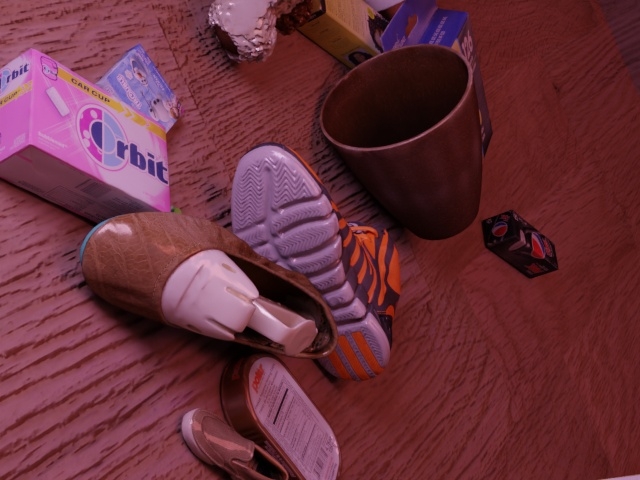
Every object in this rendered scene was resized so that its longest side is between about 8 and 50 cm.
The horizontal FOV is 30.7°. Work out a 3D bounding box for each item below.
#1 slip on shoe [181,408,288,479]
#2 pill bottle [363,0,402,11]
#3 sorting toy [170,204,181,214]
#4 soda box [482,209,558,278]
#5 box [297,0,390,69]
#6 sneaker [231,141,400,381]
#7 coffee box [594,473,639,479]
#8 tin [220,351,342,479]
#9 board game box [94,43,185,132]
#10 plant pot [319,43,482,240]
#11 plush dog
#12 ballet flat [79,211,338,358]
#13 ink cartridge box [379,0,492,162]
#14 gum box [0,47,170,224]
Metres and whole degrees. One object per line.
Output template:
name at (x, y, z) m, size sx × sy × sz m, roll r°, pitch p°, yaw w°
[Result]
slip on shoe at (-0.085, 0.212, 1.169) m, size 0.135 × 0.041 × 0.051 m, roll 51°, pitch 34°, yaw -28°
pill bottle at (0.062, -0.498, 1.763) m, size 0.278 × 0.162 × 0.162 m, roll 58°, pitch 31°, yaw -19°
sorting toy at (-0.170, -0.019, 1.211) m, size 0.062 × 0.012 × 0.083 m, roll 53°, pitch 33°, yaw -25°
soda box at (0.345, 0.008, 1.995) m, size 0.169 × 0.060 × 0.053 m, roll 30°, pitch 47°, yaw -48°
box at (0.042, -0.311, 1.709) m, size 0.232 × 0.058 × 0.087 m, roll 26°, pitch 51°, yaw -50°
sneaker at (0.000, 0.000, 1.394) m, size 0.180 × 0.124 × 0.321 m, roll -69°, pitch 141°, yaw -56°
coffee box at (0.269, 0.483, 1.216) m, size 0.334 × 0.337 × 0.338 m, roll -79°, pitch 148°, yaw -45°
tin at (-0.038, 0.203, 1.260) m, size 0.190 × 0.040 × 0.106 m, roll 55°, pitch 28°, yaw -22°
board game box at (-0.193, -0.154, 1.256) m, size 0.090 × 0.020 × 0.090 m, roll 56°, pitch 33°, yaw -21°
plant pot at (0.140, -0.116, 1.622) m, size 0.215 × 0.215 × 0.230 m, roll -79°, pitch 151°, yaw -44°
plush dog at (-0.070, -0.375, 1.468) m, size 0.225 × 0.210 × 0.262 m, roll -99°, pitch 163°, yaw -79°
ballet flat at (-0.087, 0.061, 1.170) m, size 0.124 × 0.116 × 0.342 m, roll 35°, pitch 4°, yaw 36°
ink cartridge box at (0.194, -0.235, 1.823) m, size 0.304 × 0.072 × 0.307 m, roll -61°, pitch 142°, yaw -53°
gum box at (-0.223, -0.087, 1.113) m, size 0.188 × 0.062 × 0.107 m, roll 30°, pitch 45°, yaw -46°
